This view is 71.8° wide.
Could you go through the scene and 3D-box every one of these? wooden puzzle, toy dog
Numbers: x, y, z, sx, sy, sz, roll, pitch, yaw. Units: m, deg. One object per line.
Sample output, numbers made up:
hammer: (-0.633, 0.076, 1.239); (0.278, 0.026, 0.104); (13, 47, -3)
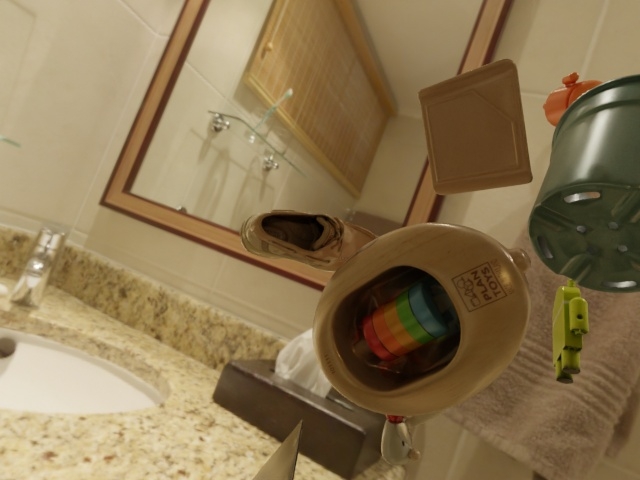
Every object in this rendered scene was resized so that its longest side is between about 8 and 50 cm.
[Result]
wooden puzzle: (0.315, -0.221, 0.912); (0.044, 0.239, 0.221); (-21, 11, -38)
toy dog: (0.225, 0.350, 0.993); (0.161, 0.334, 0.220); (10, 32, 38)

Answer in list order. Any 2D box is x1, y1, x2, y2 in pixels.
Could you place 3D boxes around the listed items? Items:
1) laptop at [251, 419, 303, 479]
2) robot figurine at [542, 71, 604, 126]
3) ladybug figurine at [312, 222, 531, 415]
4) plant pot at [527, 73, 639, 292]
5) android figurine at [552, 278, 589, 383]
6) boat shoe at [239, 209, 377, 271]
laptop: (-0.078, 0.507, 0.558); (0.408, 0.382, 0.236); (38, -4, 38)
robot figurine: (0.748, -0.396, 1.287); (0.128, 0.158, 0.219); (11, 9, -9)
ladybug figurine: (0.174, 0.136, 0.790); (0.449, 0.305, 0.162); (-35, -17, 38)
plant pot: (0.591, -0.098, 0.873); (0.341, 0.334, 0.341); (29, -35, 23)
android figurine: (0.674, 0.239, 1.202); (0.056, 0.273, 0.248); (6, -33, 21)
boat shoe: (0.000, 0.000, 0.976); (0.341, 0.122, 0.110); (5, -14, -29)
